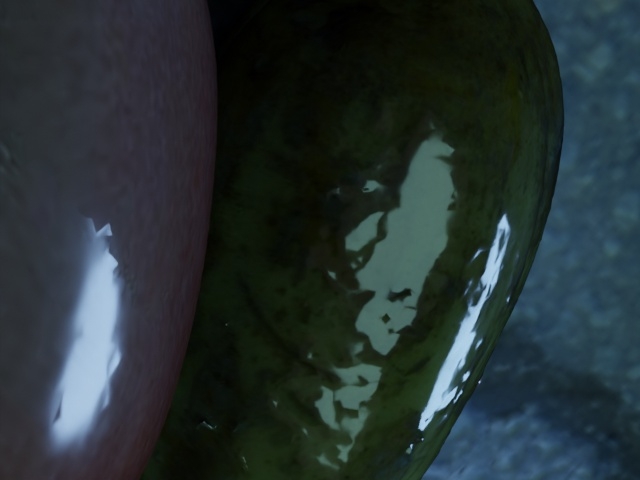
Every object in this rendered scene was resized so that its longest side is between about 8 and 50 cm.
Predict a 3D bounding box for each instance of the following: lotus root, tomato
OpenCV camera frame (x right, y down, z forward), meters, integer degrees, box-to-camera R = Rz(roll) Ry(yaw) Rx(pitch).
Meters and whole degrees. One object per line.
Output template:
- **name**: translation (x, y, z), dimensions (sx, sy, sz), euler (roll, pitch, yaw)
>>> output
- **lotus root**: translation (0.000, 0.000, 0.612), dimensions (0.173, 0.173, 0.309), euler (12, 113, -28)
- **tomato**: translation (-0.167, -0.020, 0.444), dimensions (0.321, 0.321, 0.322), euler (-10, 120, -18)

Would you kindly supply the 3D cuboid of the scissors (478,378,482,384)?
- **scissors**: translation (0.035, 0.034, 0.740), dimensions (0.039, 0.012, 0.113), euler (-34, 124, -3)
